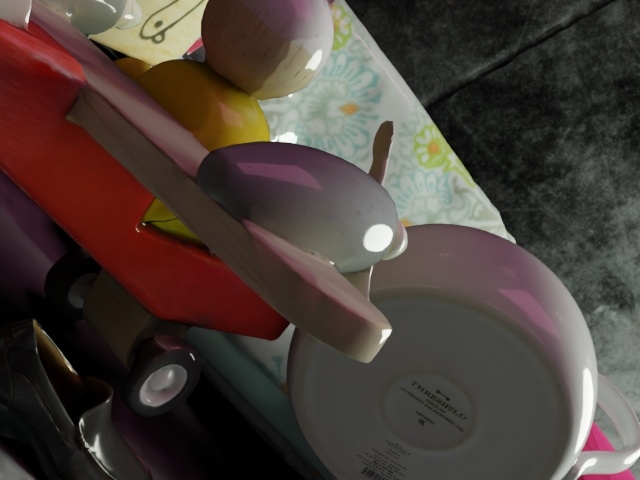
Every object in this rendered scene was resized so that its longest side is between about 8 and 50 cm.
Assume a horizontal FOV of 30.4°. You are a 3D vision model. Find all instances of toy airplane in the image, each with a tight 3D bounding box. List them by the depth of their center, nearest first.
[{"bbox_3d":[-0.115,-0.089,0.728,0.386,0.272,0.384,50,-7,-5],"label":"toy airplane"}]

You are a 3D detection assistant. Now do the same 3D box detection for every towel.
[{"bbox_3d":[0.000,0.000,1.063,0.374,0.320,0.090,52,-22,-25],"label":"towel"}]

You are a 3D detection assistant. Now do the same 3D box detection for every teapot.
[{"bbox_3d":[0.108,0.087,0.938,0.187,0.253,0.256,-57,135,-59],"label":"teapot"}]

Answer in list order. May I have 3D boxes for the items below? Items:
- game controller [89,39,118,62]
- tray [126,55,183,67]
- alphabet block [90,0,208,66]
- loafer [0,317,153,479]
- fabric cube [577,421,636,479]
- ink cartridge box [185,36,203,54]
[{"bbox_3d":[-0.217,-0.128,1.070,0.166,0.067,0.319,59,12,4],"label":"game controller"},{"bbox_3d":[-0.201,-0.218,1.416,0.270,0.030,0.145,60,13,11],"label":"tray"},{"bbox_3d":[-0.201,-0.322,1.241,0.193,0.192,0.197,46,11,14],"label":"alphabet block"},{"bbox_3d":[-0.155,0.114,0.745,0.170,0.061,0.062,48,15,-37],"label":"loafer"},{"bbox_3d":[0.172,0.296,1.105,0.259,0.254,0.258,52,16,-27],"label":"fabric cube"},{"bbox_3d":[-0.184,-0.438,1.553,0.306,0.226,0.131,49,14,-28],"label":"ink cartridge box"}]
